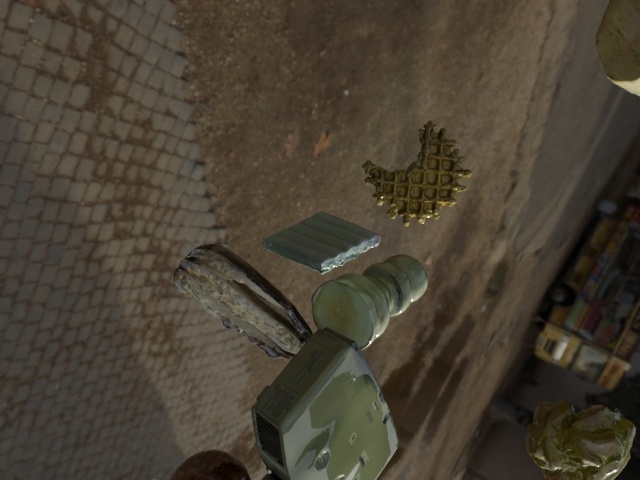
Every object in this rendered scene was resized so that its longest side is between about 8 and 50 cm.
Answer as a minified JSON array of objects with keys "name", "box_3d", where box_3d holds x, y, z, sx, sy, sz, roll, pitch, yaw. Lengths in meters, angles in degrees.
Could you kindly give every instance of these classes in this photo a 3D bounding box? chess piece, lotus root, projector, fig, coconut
[{"name":"chess piece","box_3d":[0.146,0.132,1.728,0.330,0.182,0.182,-25,137,-48]},{"name":"lotus root","box_3d":[-0.133,0.118,1.391,0.167,0.329,0.078,-34,-158,40]},{"name":"projector","box_3d":[0.001,0.259,0.915,0.193,0.088,0.270,-48,138,-24]},{"name":"fig","box_3d":[-0.222,0.541,1.456,0.205,0.205,0.205,-48,154,-34]},{"name":"coconut","box_3d":[0.502,-0.310,0.947,0.237,0.236,0.197,-62,-165,-4]}]

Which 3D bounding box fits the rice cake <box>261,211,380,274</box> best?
[{"name":"rice cake","box_3d":[0.000,0.000,1.509,0.189,0.198,0.037,-26,123,-27]}]

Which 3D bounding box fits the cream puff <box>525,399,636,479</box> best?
[{"name":"cream puff","box_3d":[0.513,0.413,1.419,0.194,0.221,0.195,12,71,-40]}]

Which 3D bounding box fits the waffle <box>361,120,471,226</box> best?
[{"name":"waffle","box_3d":[0.287,-0.181,2.016,0.293,0.260,0.069,-35,-178,11]}]

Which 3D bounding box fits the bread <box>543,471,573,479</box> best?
[{"name":"bread","box_3d":[0.312,0.477,1.043,0.152,0.119,0.288,-30,146,-40]}]
